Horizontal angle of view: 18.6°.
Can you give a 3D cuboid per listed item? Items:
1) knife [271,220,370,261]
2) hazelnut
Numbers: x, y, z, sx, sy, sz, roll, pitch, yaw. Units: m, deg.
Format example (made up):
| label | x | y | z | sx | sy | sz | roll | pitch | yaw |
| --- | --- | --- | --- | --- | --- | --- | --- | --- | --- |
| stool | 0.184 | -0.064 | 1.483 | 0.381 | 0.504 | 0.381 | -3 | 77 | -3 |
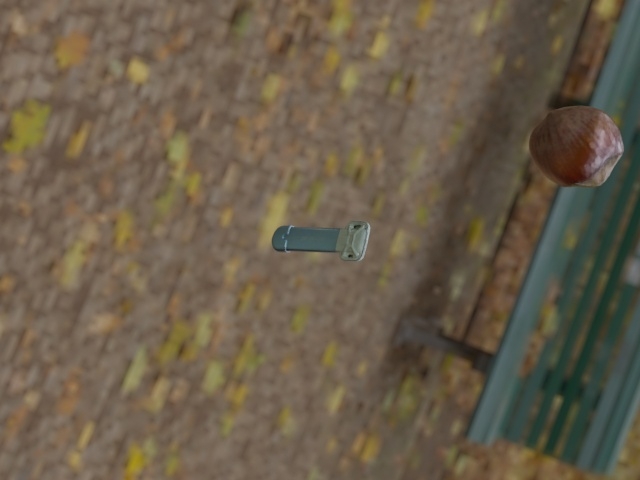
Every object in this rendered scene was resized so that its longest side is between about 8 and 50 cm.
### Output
| label | x | y | z | sx | sy | sz | roll | pitch | yaw |
| --- | --- | --- | --- | --- | --- | --- | --- | --- | --- |
| knife | 0.000 | 0.000 | 1.279 | 0.010 | 0.096 | 0.027 | 20 | 79 | -38 |
| hazelnut | 0.236 | -0.087 | 1.806 | 0.086 | 0.086 | 0.086 | -56 | 158 | -36 |
